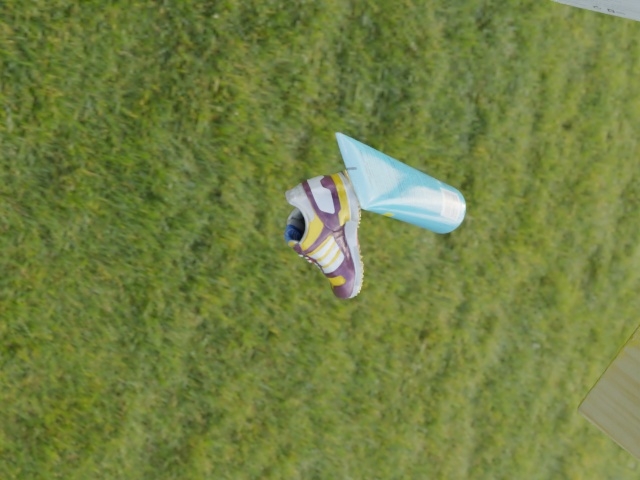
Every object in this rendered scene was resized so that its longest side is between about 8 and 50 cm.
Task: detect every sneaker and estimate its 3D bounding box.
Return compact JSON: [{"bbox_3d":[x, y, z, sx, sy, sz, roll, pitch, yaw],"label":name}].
[{"bbox_3d":[0.000,0.000,1.138,0.083,0.070,0.186,-13,133,-9],"label":"sneaker"}]

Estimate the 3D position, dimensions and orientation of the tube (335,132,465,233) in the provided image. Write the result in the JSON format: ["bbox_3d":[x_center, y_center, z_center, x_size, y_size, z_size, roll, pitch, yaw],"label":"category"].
[{"bbox_3d":[0.081,-0.049,1.005,0.052,0.080,0.207,-33,155,23],"label":"tube"}]

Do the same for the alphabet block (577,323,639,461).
[{"bbox_3d":[0.438,0.151,1.099,0.192,0.197,0.193,-33,154,-39],"label":"alphabet block"}]

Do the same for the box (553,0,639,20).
[{"bbox_3d":[0.365,-0.442,1.236,0.345,0.168,0.215,24,87,-65],"label":"box"}]
